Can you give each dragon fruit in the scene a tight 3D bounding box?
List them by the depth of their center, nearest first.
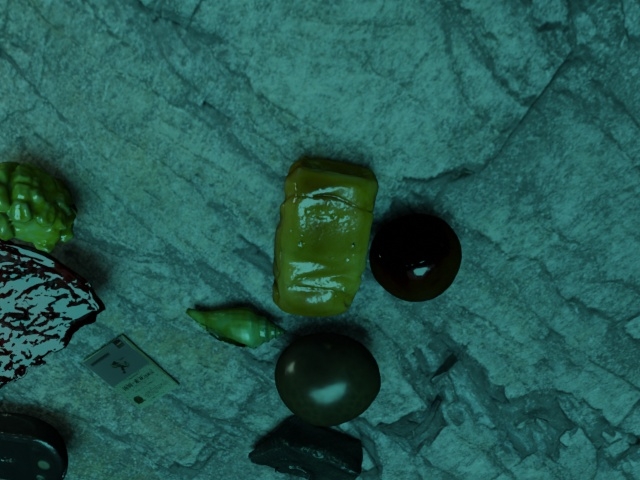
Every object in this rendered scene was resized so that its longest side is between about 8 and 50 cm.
[{"bbox_3d":[-0.602,0.077,1.109,0.286,0.228,0.329,-38,100,-4],"label":"dragon fruit"}]

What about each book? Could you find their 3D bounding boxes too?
[{"bbox_3d":[-0.421,0.296,1.278,0.127,0.014,0.182,-33,114,18],"label":"book"}]

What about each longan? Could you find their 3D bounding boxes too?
[{"bbox_3d":[0.015,0.278,1.163,0.212,0.198,0.198,-18,117,9],"label":"longan"}]

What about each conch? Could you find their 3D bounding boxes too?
[{"bbox_3d":[-0.170,0.180,1.174,0.200,0.080,0.095,6,134,18],"label":"conch"}]

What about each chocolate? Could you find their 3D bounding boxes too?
[{"bbox_3d":[0.176,0.035,1.049,0.176,0.177,0.177,1,119,1],"label":"chocolate"}]

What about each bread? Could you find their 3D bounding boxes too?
[{"bbox_3d":[0.000,0.000,1.038,0.166,0.132,0.295,5,118,-9],"label":"bread"}]

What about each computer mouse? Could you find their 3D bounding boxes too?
[{"bbox_3d":[-0.707,0.473,1.335,0.269,0.100,0.170,9,116,1],"label":"computer mouse"}]

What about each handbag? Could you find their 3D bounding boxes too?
[{"bbox_3d":[-0.022,0.520,1.362,0.270,0.089,0.175,26,125,-13],"label":"handbag"}]

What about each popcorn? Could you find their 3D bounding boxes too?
[{"bbox_3d":[-0.506,-0.058,0.999,0.142,0.173,0.174,-42,115,-15],"label":"popcorn"}]
